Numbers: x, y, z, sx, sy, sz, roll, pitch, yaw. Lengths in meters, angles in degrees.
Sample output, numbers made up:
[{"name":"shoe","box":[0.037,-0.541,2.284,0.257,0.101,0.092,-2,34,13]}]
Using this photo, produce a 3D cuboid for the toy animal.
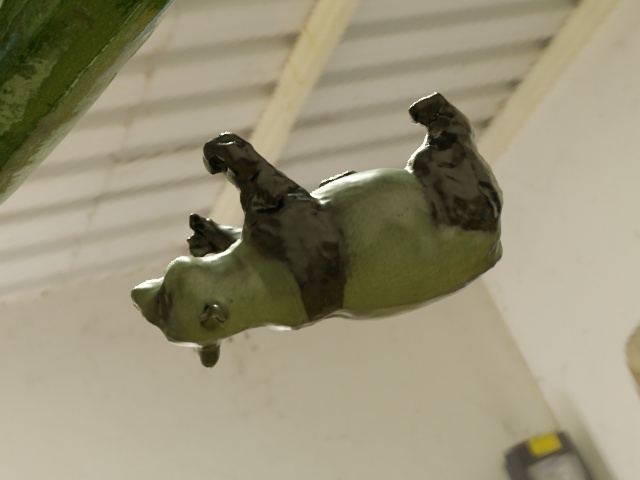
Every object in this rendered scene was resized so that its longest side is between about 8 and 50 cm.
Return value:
[{"name":"toy animal","box":[0.000,0.000,0.809,0.225,0.121,0.094,-13,-36,-23]}]

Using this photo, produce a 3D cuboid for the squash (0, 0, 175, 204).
[{"name":"squash","box":[-0.182,-0.126,0.919,0.101,0.101,0.379,3,-35,-48]}]
